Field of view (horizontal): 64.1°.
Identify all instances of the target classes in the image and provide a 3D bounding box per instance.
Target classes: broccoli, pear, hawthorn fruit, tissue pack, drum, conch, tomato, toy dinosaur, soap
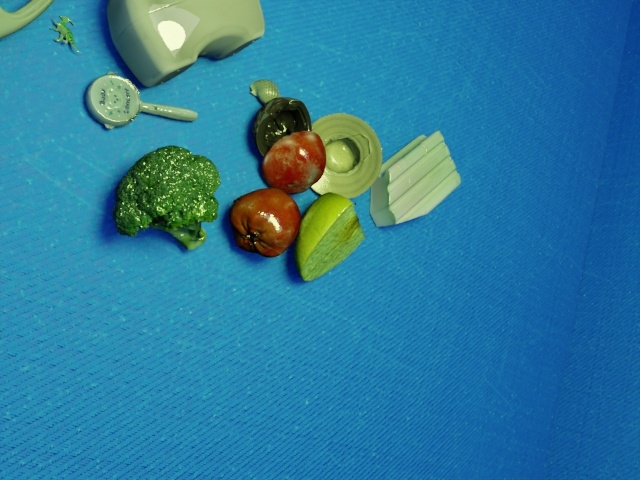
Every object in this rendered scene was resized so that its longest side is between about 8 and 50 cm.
[{"bbox_3d":[-0.341,-0.092,1.187,0.254,0.269,0.269,-5,92,7],"label":"broccoli"},{"bbox_3d":[-0.004,-0.003,1.441,0.239,0.139,0.288,-55,160,-8],"label":"pear"},{"bbox_3d":[-0.133,-0.059,1.340,0.202,0.185,0.185,-48,116,-42],"label":"hawthorn fruit"},{"bbox_3d":[-0.314,-0.525,1.182,0.333,0.229,0.236,-36,111,-32],"label":"tissue pack"},{"bbox_3d":[-0.422,-0.299,1.210,0.253,0.049,0.130,21,77,-33],"label":"drum"},{"bbox_3d":[-0.147,-0.413,1.409,0.085,0.056,0.076,21,64,-34],"label":"conch"},{"bbox_3d":[-0.057,-0.200,1.390,0.189,0.099,0.173,-25,143,-17],"label":"tomato"},{"bbox_3d":[-0.559,-0.459,1.135,0.083,0.021,0.062,36,56,-28],"label":"toy dinosaur"},{"bbox_3d":[0.301,-0.188,1.684,0.347,0.115,0.208,-40,110,-29],"label":"soap"}]

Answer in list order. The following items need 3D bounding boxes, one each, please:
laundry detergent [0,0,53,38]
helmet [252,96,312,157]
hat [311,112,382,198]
[{"bbox_3d":[-0.617,-0.593,1.038,0.398,0.124,0.264,-46,113,-29],"label":"laundry detergent"},{"bbox_3d":[-0.118,-0.316,1.391,0.177,0.107,0.153,-37,142,-8],"label":"helmet"},{"bbox_3d":[0.062,-0.252,1.510,0.110,0.252,0.252,-60,130,-68],"label":"hat"}]
